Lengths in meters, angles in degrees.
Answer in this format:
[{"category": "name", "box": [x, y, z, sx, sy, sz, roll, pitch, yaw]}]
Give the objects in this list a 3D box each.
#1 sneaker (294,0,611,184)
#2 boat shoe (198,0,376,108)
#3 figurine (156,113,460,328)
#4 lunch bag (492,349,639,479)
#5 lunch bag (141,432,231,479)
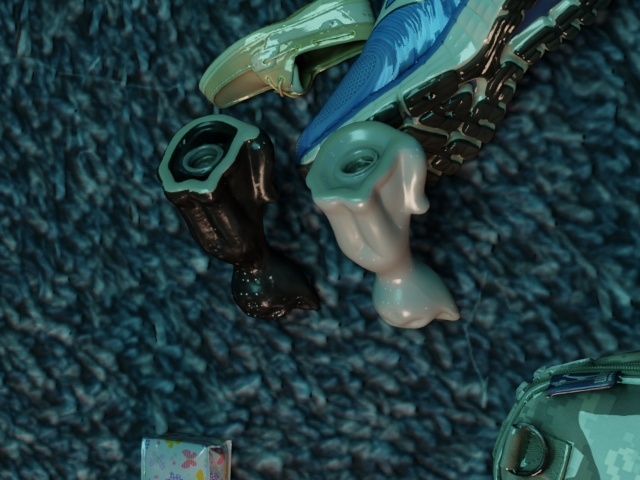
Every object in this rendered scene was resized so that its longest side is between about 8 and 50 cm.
[{"category": "sneaker", "box": [0.098, -0.169, 1.540, 0.330, 0.129, 0.147, -44, 49, 19]}, {"category": "boat shoe", "box": [-0.026, -0.153, 1.611, 0.170, 0.063, 0.059, -30, 69, 18]}, {"category": "figurine", "box": [0.000, 0.000, 1.526, 0.214, 0.209, 0.092, 4, 51, 24]}, {"category": "lunch bag", "box": [0.276, 0.178, 1.318, 0.256, 0.305, 0.213, 19, 92, 23]}, {"category": "lunch bag", "box": [-0.117, 0.212, 1.625, 0.071, 0.053, 0.083, 5, 96, 25]}]
